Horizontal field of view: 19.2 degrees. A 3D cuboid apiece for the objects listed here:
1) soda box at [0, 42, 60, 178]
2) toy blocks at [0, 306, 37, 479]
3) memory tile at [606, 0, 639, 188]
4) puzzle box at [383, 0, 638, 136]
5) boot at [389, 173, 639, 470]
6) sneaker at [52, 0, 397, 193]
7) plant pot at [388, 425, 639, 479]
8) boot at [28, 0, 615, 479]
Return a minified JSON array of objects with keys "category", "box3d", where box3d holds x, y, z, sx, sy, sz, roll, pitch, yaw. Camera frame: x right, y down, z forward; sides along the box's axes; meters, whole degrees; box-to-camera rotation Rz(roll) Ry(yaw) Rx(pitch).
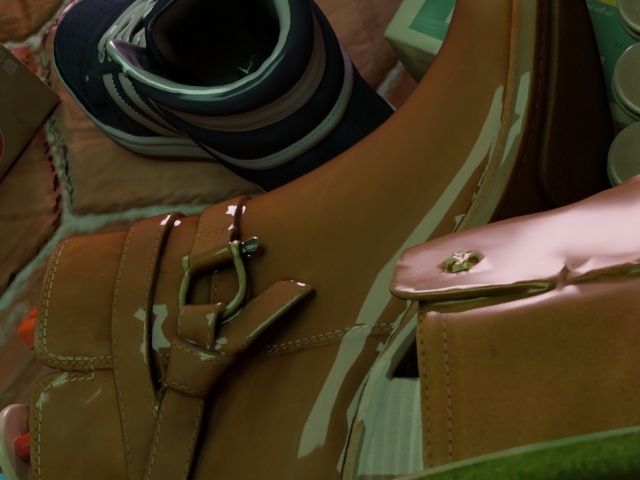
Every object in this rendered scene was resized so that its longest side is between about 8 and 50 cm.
[{"category":"soda box","box3d":[-0.234,-0.034,1.088,0.058,0.061,0.181,27,78,41]},{"category":"toy blocks","box3d":[-0.124,0.067,0.952,0.148,0.054,0.123,-23,52,21]},{"category":"memory tile","box3d":[0.171,-0.076,0.743,0.113,0.012,0.148,2,64,10]},{"category":"puzzle box","box3d":[0.258,-0.125,0.781,0.409,0.052,0.272,25,78,32]},{"category":"boot","box3d":[0.133,-0.010,0.617,0.211,0.104,0.295,-7,29,16]},{"category":"sneaker","box3d":[-0.073,-0.101,0.960,0.282,0.153,0.099,29,79,42]},{"category":"plant pot","box3d":[0.164,0.256,0.469,0.366,0.366,0.353,-11,67,28]},{"category":"boot","box3d":[0.000,0.000,0.756,0.220,0.109,0.283,-3,72,26]}]
